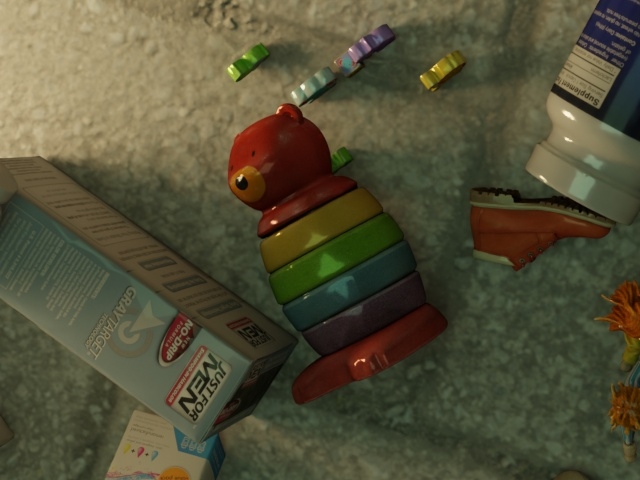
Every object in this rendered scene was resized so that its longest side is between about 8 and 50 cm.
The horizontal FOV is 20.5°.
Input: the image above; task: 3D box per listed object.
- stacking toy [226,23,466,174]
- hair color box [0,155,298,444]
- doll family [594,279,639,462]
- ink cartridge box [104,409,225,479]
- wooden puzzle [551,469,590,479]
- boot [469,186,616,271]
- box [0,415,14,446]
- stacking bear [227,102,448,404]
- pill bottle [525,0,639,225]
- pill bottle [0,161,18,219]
[{"bbox_3d":[0.024,-0.187,1.915,0.221,0.052,0.167,-39,84,14],"label":"stacking toy"},{"bbox_3d":[-0.224,0.056,1.924,0.374,0.185,0.113,34,102,10],"label":"hair color box"},{"bbox_3d":[0.332,0.130,1.799,0.118,0.163,0.262,10,96,13],"label":"doll family"},{"bbox_3d":[-0.185,0.288,1.945,0.104,0.061,0.181,13,60,13],"label":"ink cartridge box"},{"bbox_3d":[0.262,0.467,1.845,0.322,0.080,0.348,-44,75,7],"label":"wooden puzzle"},{"bbox_3d":[0.233,-0.007,1.874,0.158,0.059,0.084,7,98,22],"label":"boot"},{"bbox_3d":[-0.553,0.154,2.023,0.215,0.168,0.345,-36,85,13],"label":"box"},{"bbox_3d":[0.000,0.000,1.870,0.175,0.164,0.289,-28,90,50],"label":"stacking bear"},{"bbox_3d":[0.322,-0.158,1.789,0.153,0.153,0.264,30,101,11],"label":"pill bottle"},{"bbox_3d":[-0.384,-0.022,1.819,0.152,0.086,0.086,-43,83,14],"label":"pill bottle"}]
